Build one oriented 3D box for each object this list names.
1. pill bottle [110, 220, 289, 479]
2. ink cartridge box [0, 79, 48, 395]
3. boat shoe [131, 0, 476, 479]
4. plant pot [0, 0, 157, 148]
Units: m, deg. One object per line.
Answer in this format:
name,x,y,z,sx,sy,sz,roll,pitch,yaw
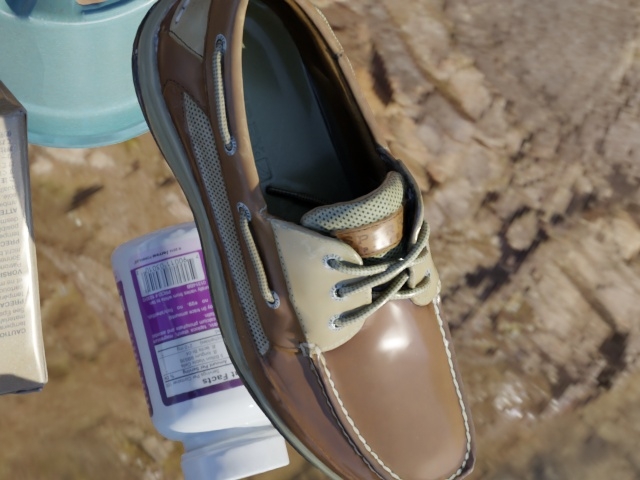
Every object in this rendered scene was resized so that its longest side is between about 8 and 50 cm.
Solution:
pill bottle,-0.134,0.136,1.854,0.169,0.169,0.302,-14,83,-11
ink cartridge box,-0.292,0.012,0.936,0.234,0.088,0.193,-11,119,-24
boat shoe,0.000,0.000,0.872,0.122,0.120,0.324,-32,99,-27
plant pot,-0.235,-0.282,1.477,0.341,0.334,0.341,1,83,-9
